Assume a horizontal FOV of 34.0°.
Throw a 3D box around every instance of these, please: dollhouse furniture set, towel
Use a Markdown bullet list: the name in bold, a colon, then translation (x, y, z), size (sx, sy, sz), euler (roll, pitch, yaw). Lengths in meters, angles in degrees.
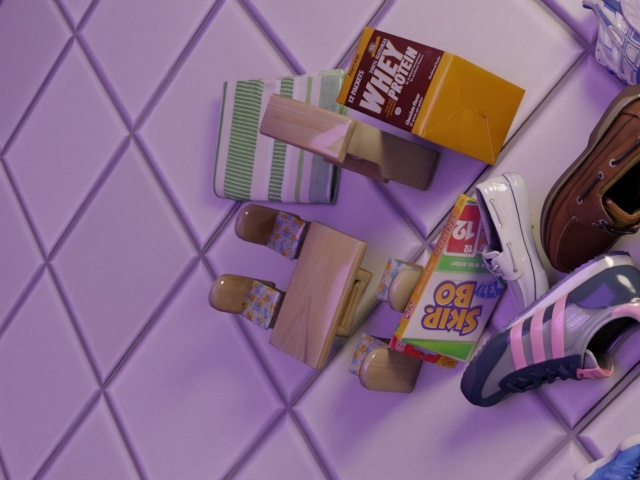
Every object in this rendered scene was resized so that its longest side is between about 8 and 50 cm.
- **dollhouse furniture set**: translation (0.000, 0.000, 1.675), size (0.362, 0.256, 0.394), euler (24, 97, 39)
- **towel**: translation (-0.081, -0.192, 1.974), size (0.325, 0.038, 0.248), euler (3, 84, 42)

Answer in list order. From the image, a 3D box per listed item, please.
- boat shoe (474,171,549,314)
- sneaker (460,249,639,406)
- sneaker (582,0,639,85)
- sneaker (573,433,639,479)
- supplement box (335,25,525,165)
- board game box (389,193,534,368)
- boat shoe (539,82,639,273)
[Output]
- **boat shoe**: translation (0.268, 0.017, 1.511), size (0.083, 0.076, 0.226), euler (-178, 74, -76)
- **sneaker**: translation (0.327, 0.157, 1.447), size (0.319, 0.112, 0.131), euler (-47, 50, 27)
- **sneaker**: translation (0.452, -0.252, 1.447), size (0.131, 0.112, 0.296), euler (-41, 52, 51)
- **sneaker**: translation (0.404, 0.314, 1.370), size (0.152, 0.058, 0.084), euler (-42, 49, 34)
- **supplement box**: translation (0.170, -0.225, 1.630), size (0.194, 0.191, 0.129), euler (29, 101, 44)
- **board game box**: translation (0.209, 0.070, 1.571), size (0.259, 0.124, 0.039), euler (-65, 23, 13)
- **boat shoe**: translation (0.378, -0.055, 1.379), size (0.104, 0.110, 0.307), euler (-105, 21, -45)
